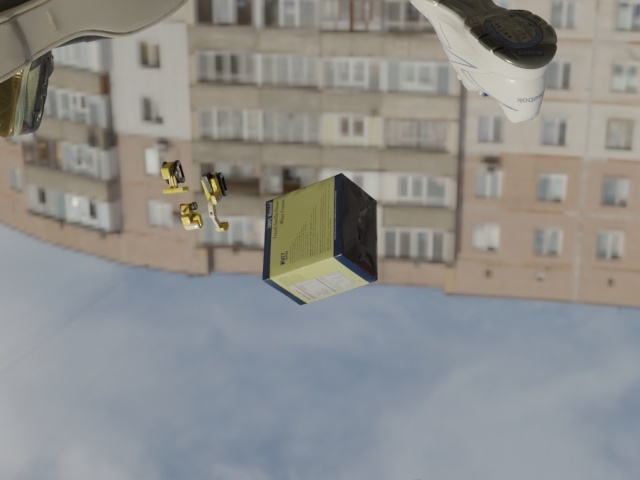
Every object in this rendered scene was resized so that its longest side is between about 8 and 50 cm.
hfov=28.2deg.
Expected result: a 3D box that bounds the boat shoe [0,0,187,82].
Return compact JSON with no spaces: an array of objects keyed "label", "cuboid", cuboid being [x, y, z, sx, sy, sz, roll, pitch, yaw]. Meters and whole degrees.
[{"label":"boat shoe","cuboid":[-0.316,-0.287,1.552,0.335,0.112,0.095,-27,-137,-23]}]

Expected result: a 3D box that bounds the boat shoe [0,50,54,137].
[{"label":"boat shoe","cuboid":[-0.426,-0.258,1.858,0.080,0.224,0.073,26,-159,32]}]

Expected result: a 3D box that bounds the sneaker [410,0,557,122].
[{"label":"sneaker","cuboid":[0.186,-0.253,1.589,0.111,0.129,0.297,-17,-137,-13]}]

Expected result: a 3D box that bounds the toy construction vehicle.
[{"label":"toy construction vehicle","cuboid":[-0.166,-0.056,1.674,0.086,0.098,0.035,-2,-158,25]}]

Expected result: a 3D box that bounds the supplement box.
[{"label":"supplement box","cuboid":[0.000,0.000,1.103,0.083,0.056,0.083,-20,-127,30]}]
